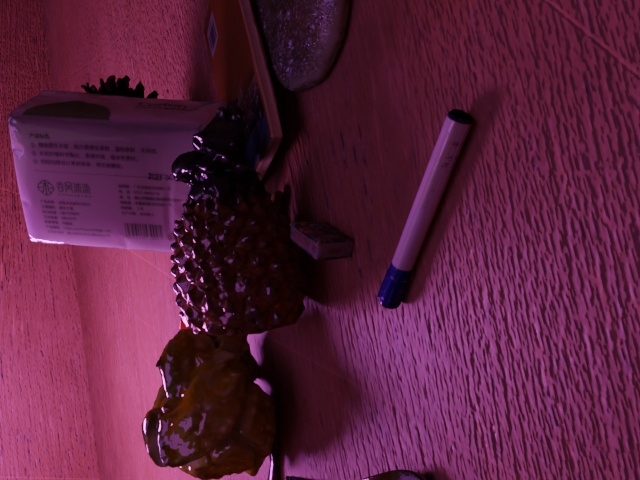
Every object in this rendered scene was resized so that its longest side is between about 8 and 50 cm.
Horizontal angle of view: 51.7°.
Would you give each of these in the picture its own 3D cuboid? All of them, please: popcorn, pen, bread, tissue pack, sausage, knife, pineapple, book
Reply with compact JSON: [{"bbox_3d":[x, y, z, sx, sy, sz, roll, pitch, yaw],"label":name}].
[{"bbox_3d":[-0.199,0.291,1.182,0.276,0.225,0.277,-14,64,30],"label":"popcorn"},{"bbox_3d":[0.121,-0.029,0.794,0.033,0.033,0.269,52,136,43],"label":"pen"},{"bbox_3d":[-0.039,-0.358,1.009,0.267,0.040,0.267,14,107,58],"label":"bread"},{"bbox_3d":[0.000,0.000,0.971,0.083,0.063,0.035,38,123,52],"label":"tissue pack"},{"bbox_3d":[-0.081,-0.023,1.142,0.024,0.024,0.133,37,125,52],"label":"sausage"},{"bbox_3d":[-0.349,-0.125,1.215,0.194,0.356,0.266,-81,-4,-61],"label":"tissue pack"},{"bbox_3d":[-0.086,0.389,1.217,0.035,0.018,0.248,18,106,63],"label":"knife"},{"bbox_3d":[-0.144,-0.039,1.035,0.223,0.222,0.358,4,105,59],"label":"pineapple"},{"bbox_3d":[-0.146,-0.289,1.171,0.262,0.028,0.374,135,124,-64],"label":"book"}]

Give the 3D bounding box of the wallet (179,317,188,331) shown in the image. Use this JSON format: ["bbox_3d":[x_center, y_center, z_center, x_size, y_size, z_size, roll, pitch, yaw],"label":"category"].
[{"bbox_3d":[-0.275,0.268,1.484,0.204,0.045,0.142,35,123,53],"label":"wallet"}]

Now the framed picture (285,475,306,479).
[{"bbox_3d":[-0.005,0.494,1.078,0.195,0.010,0.200,148,114,-64],"label":"framed picture"}]

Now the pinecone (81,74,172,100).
[{"bbox_3d":[-0.398,-0.216,1.401,0.246,0.292,0.246,-24,42,24],"label":"pinecone"}]

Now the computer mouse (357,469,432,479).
[{"bbox_3d":[0.082,0.384,0.897,0.245,0.056,0.126,-43,59,51],"label":"computer mouse"}]
